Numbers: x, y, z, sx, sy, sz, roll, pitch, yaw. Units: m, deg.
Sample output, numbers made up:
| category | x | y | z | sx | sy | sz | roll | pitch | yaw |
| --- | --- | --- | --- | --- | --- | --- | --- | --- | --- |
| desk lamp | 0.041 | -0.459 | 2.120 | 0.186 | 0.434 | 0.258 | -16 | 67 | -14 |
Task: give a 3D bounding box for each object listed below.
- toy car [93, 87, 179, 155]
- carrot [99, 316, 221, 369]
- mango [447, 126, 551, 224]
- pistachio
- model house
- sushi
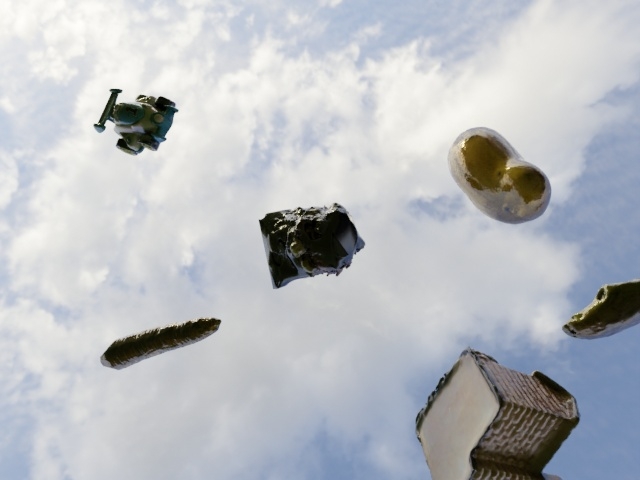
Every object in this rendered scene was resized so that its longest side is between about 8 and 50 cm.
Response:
| category | x | y | z | sx | sy | sz | roll | pitch | yaw |
| --- | --- | --- | --- | --- | --- | --- | --- | --- | --- |
| toy car | -0.363 | -0.240 | 0.907 | 0.161 | 0.098 | 0.126 | 12 | -101 | 44 |
| carrot | -0.326 | 0.203 | 0.933 | 0.314 | 0.066 | 0.066 | -21 | -112 | 25 |
| mango | 0.291 | -0.106 | 0.776 | 0.109 | 0.157 | 0.262 | -27 | -156 | 11 |
| pistachio | 0.475 | 0.111 | 0.734 | 0.173 | 0.049 | 0.089 | -35 | -72 | 15 |
| model house | 0.256 | 0.268 | 0.636 | 0.172 | 0.166 | 0.183 | 18 | -70 | -9 |
| sushi | 0.000 | 0.000 | 0.908 | 0.150 | 0.172 | 0.153 | -10 | -88 | 55 |
